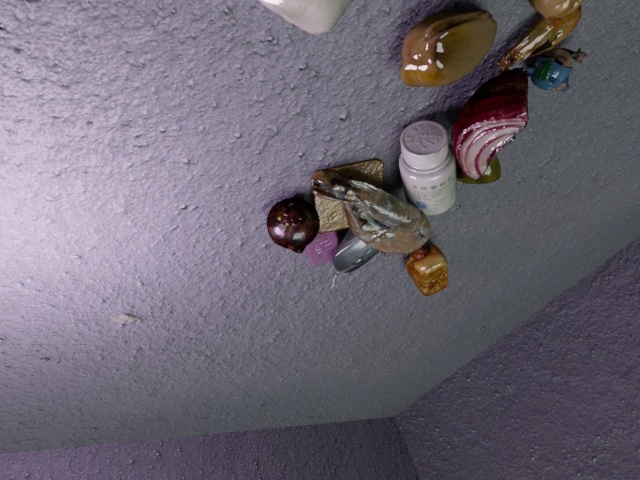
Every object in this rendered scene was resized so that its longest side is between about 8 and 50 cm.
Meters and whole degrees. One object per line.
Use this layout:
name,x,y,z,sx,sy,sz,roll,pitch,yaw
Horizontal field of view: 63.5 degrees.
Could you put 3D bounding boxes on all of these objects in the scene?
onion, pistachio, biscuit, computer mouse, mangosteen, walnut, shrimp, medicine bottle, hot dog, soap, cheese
onion,0.450,-0.343,1.449,0.146,0.279,0.314,12,144,-3
pistachio,0.316,-0.468,1.272,0.261,0.162,0.213,-19,168,-28
biscuit,0.090,-0.137,1.635,0.237,0.013,0.232,-13,125,-12
computer mouse,0.143,0.027,1.794,0.167,0.090,0.379,17,111,-42
mangosteen,-0.082,-0.044,1.598,0.173,0.172,0.184,-20,146,-4
walnut,0.569,-0.616,1.226,0.166,0.149,0.166,-44,151,-32
shrimp,0.158,-0.084,1.622,0.446,0.109,0.221,32,132,-27
medicine bottle,0.329,-0.218,1.583,0.170,0.170,0.293,-23,145,1
hot dog,0.430,0.106,2.078,0.150,0.153,0.256,-27,147,-2
soap,0.000,0.000,1.778,0.122,0.065,0.203,-22,144,-2
shrimp,0.591,-0.545,1.396,0.249,0.068,0.150,-31,152,10
cheese,-0.019,-0.515,1.020,0.198,0.154,0.189,15,125,-40

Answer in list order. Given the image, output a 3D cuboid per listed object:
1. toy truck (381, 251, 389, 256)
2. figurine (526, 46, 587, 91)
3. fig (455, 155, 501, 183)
toy truck,0.264,0.030,1.997,0.032,0.024,0.083,23,134,-9
figurine,0.679,-0.494,1.480,0.178,0.114,0.144,3,134,-51
fig,0.503,-0.251,1.661,0.166,0.154,0.144,27,173,-8
